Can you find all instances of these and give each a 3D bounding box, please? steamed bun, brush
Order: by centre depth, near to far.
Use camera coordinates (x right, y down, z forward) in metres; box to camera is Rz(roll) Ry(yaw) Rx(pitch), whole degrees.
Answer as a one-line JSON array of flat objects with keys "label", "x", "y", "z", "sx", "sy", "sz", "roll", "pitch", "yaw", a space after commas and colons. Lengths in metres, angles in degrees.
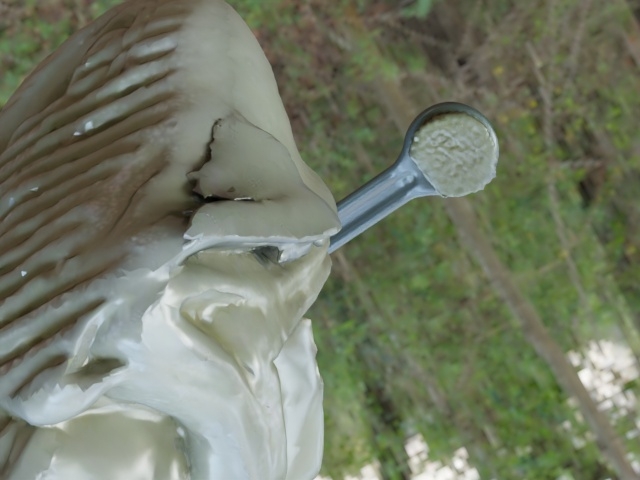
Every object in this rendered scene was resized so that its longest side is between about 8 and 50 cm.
[{"label": "steamed bun", "x": -0.068, "y": 0.044, "z": 0.495, "sx": 0.211, "sy": 0.144, "sz": 0.218, "roll": -34, "pitch": -146, "yaw": 26}, {"label": "brush", "x": 0.000, "y": 0.000, "z": 0.958, "sx": 0.266, "sy": 0.062, "sz": 0.027, "roll": -34, "pitch": -169, "yaw": 14}]
